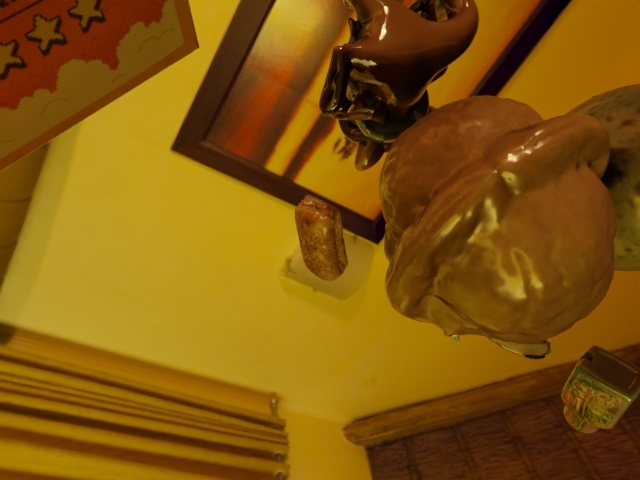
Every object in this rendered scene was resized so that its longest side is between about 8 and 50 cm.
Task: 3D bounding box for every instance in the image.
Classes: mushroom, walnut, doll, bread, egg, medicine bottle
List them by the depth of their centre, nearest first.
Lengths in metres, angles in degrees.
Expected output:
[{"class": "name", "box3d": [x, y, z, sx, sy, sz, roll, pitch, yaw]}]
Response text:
[{"class": "walnut", "box3d": [0.239, -0.029, 0.719, 0.383, 0.383, 0.384, -46, -147, 41]}, {"class": "doll", "box3d": [0.102, -0.278, 0.819, 0.318, 0.209, 0.340, -47, 169, -7]}, {"class": "egg", "box3d": [0.580, -0.109, 0.953, 0.428, 0.344, 0.345, 132, -27, -70]}, {"class": "medicine bottle", "box3d": [0.591, 0.330, 1.054, 0.119, 0.094, 0.188, 32, -39, 32]}, {"class": "bread", "box3d": [0.000, 0.000, 1.120, 0.114, 0.211, 0.083, 30, -123, 34]}, {"class": "mushroom", "box3d": [0.424, 0.205, 1.142, 0.072, 0.209, 0.094, -59, -175, 10]}]

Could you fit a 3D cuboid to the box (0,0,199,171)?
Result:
[{"class": "box", "box3d": [-0.298, -0.248, 0.398, 0.259, 0.283, 0.214, -41, 164, -21]}]

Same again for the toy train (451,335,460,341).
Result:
[{"class": "toy train", "box3d": [0.347, 0.209, 1.442, 0.051, 0.234, 0.052, -24, -161, 11]}]
